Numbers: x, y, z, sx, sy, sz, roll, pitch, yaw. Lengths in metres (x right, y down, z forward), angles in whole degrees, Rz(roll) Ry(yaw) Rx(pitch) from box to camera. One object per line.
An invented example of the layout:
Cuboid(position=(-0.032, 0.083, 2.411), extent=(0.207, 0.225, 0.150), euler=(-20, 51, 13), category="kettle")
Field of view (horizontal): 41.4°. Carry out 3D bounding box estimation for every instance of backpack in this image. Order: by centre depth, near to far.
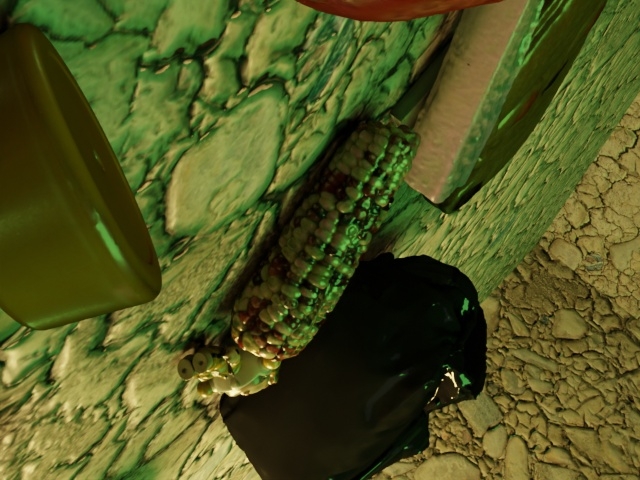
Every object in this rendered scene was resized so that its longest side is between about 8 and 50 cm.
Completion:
Cuboid(position=(0.083, 0.169, 1.158), extent=(0.363, 0.255, 0.445), euler=(-51, 168, 26), category="backpack")

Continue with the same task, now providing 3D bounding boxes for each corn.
Cuboid(position=(0.000, 0.000, 0.845), extent=(0.281, 0.092, 0.092), euler=(-60, 162, 15), category="corn")

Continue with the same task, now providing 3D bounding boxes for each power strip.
Cuboid(position=(0.123, -0.170, 0.898), extent=(0.136, 0.019, 0.051), euler=(-50, 162, 0), category="power strip")

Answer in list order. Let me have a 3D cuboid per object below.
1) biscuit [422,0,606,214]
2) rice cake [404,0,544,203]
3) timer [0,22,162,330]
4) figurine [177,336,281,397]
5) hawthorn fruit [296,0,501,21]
Cuboid(position=(0.265, -0.223, 1.059), extent=(0.350, 0.078, 0.455), euler=(-53, 167, -18), category="biscuit")
Cuboid(position=(0.166, -0.194, 0.822), extent=(0.064, 0.070, 0.399), euler=(-23, 144, -41), category="rice cake")
Cuboid(position=(-0.165, -0.004, 0.369), extent=(0.152, 0.132, 0.132), euler=(-25, 161, -4), category="timer")
Cuboid(position=(-0.102, 0.137, 0.918), extent=(0.143, 0.068, 0.101), euler=(-3, 157, -42), category="figurine")
Cuboid(position=(0.039, -0.191, 0.329), extent=(0.249, 0.215, 0.215), euler=(-26, 153, -39), category="hawthorn fruit")
